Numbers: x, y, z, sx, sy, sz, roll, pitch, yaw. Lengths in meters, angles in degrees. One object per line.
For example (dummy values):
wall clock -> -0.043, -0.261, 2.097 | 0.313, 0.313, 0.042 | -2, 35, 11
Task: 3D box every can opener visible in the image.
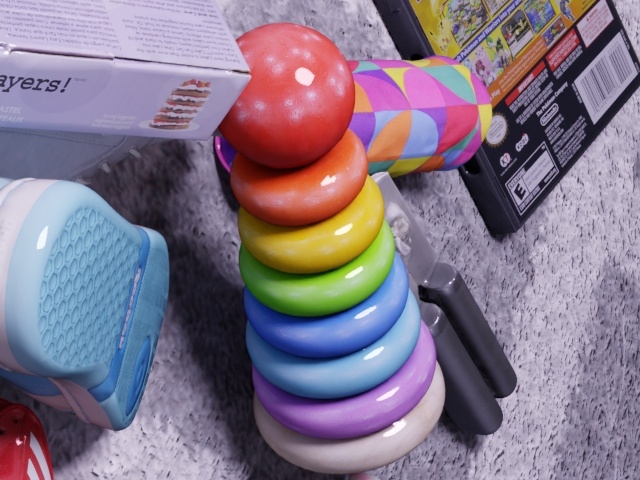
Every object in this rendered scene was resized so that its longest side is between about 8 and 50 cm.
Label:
can opener -> 0.068, 0.053, 1.195 | 0.283, 0.095, 0.076 | 57, 48, -43

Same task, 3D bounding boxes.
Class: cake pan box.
cake pan box -> -0.197, -0.172, 0.856 | 0.267, 0.070, 0.245 | 0, 49, -40

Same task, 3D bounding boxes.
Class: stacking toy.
stacking toy -> 0.000, 0.000, 0.998 | 0.141, 0.141, 0.330 | -48, 142, -37

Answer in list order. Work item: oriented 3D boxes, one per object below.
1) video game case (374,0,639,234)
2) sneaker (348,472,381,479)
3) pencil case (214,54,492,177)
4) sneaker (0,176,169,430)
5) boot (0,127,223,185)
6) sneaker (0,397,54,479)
video game case -> 0.181, -0.183, 1.360 | 0.275, 0.035, 0.248 | -46, 116, -37
sneaker -> 0.054, 0.246, 1.167 | 0.134, 0.051, 0.070 | 47, 56, -26
pencil case -> 0.028, -0.094, 1.154 | 0.236, 0.104, 0.104 | -8, 90, -47
sneaker -> -0.210, 0.023, 0.878 | 0.319, 0.208, 0.127 | 75, 27, -72
boot -> -0.156, -0.070, 0.961 | 0.258, 0.095, 0.123 | 12, 97, -31
sneaker -> -0.242, 0.136, 0.876 | 0.221, 0.087, 0.128 | 47, 45, -45
